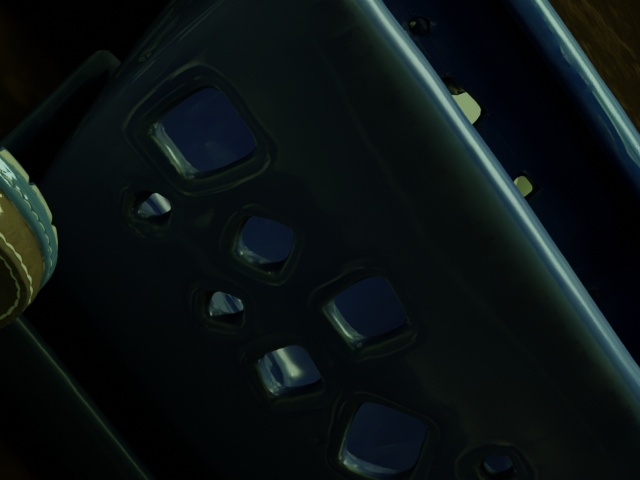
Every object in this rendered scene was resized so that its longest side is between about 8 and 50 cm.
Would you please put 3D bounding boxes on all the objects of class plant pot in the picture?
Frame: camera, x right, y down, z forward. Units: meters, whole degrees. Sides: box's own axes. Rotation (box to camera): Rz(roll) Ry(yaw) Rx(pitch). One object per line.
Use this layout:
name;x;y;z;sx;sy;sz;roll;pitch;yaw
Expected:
plant pot;0.000;0.000;0.654;0.236;0.212;0.236;54;22;-14

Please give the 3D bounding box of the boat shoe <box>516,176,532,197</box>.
boat shoe;0.107;0.049;0.960;0.091;0.109;0.305;59;24;-16

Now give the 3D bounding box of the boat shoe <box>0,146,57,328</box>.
boat shoe;-0.148;-0.016;0.421;0.183;0.066;0.066;31;37;-29

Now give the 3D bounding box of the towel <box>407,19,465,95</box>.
towel;-0.052;-0.198;0.868;0.324;0.056;0.312;25;30;-5

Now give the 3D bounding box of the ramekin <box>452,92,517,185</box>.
ramekin;0.019;-0.070;0.930;0.207;0.109;0.207;47;24;-28
